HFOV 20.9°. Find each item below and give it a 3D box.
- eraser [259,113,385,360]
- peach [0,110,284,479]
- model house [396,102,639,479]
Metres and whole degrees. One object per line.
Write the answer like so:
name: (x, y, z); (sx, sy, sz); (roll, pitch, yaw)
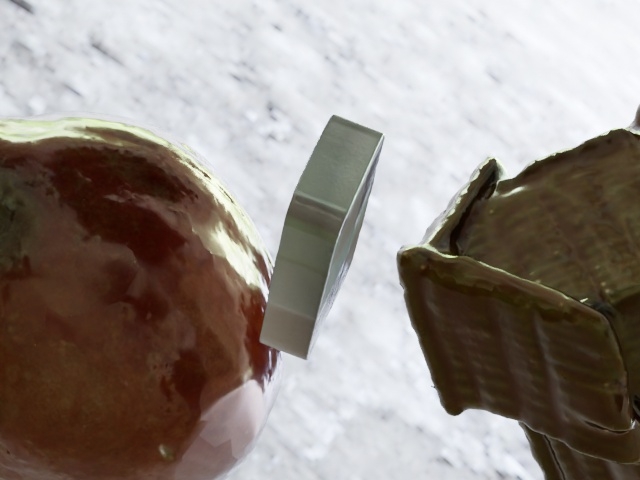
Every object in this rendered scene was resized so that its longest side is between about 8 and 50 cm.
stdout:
eraser: (0.000, 0.000, 0.745); (0.026, 0.105, 0.065); (22, 52, 7)
peach: (-0.141, 0.027, 0.953); (0.232, 0.232, 0.256); (-84, 154, -57)
model house: (0.180, 0.057, 1.164); (0.219, 0.229, 0.199); (-109, -179, -57)
